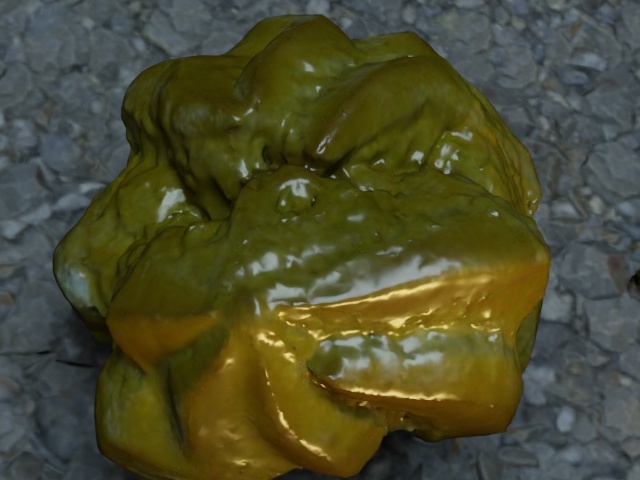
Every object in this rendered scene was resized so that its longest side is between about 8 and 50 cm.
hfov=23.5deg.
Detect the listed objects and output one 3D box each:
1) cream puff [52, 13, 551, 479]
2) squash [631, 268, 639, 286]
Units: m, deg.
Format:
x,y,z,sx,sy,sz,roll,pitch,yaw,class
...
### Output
x,y,z,sx,sy,sz,roll,pitch,yaw,class
0.006,-0.007,0.924,0.323,0.270,0.274,-11,90,-16,cream puff
0.334,0.088,1.088,0.252,0.066,0.066,37,61,9,squash
